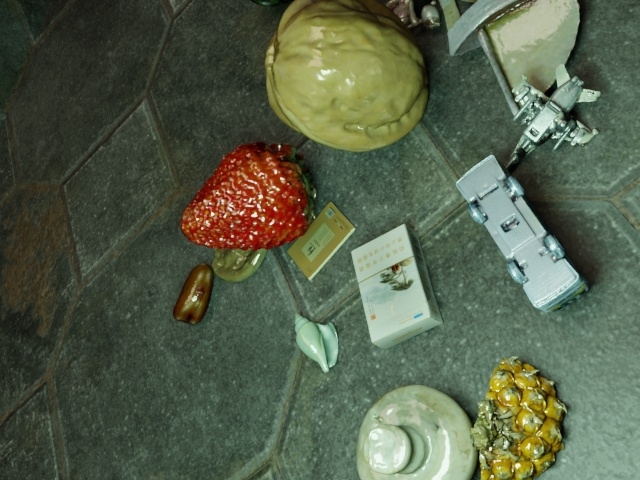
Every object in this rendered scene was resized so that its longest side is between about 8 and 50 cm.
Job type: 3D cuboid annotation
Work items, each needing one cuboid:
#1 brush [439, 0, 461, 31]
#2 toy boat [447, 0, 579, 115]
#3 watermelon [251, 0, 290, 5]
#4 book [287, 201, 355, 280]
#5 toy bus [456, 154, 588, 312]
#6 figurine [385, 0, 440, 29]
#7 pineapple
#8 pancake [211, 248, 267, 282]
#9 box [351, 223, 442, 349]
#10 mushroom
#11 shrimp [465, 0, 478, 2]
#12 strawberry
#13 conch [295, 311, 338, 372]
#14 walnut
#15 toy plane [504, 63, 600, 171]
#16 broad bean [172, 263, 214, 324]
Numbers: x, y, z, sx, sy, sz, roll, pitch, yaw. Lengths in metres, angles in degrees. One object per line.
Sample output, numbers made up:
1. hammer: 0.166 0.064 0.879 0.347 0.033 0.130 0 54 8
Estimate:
1. brush: 0.316 -0.587 1.777 0.085 0.020 0.337 -27 56 27
2. toy boat: 0.443 -0.448 1.568 0.276 0.111 0.293 -45 61 15
3. watermelon: -0.134 -0.820 2.097 0.269 0.269 0.269 -17 61 33
4. book: 0.000 0.000 1.775 0.172 0.012 0.118 -49 48 11
5. toy bus: 0.388 -0.009 1.379 0.109 0.136 0.330 -38 51 18
6. figurine: 0.213 -0.577 1.795 0.205 0.102 0.260 35 107 49
7. pineapple: 0.345 0.322 1.254 0.139 0.164 0.250 3 69 32
8. pancake: -0.222 -0.002 1.936 0.222 0.042 0.236 -5 67 39
9. box: 0.162 0.099 1.562 0.149 0.067 0.233 -30 54 28
10. mushroom: 0.157 0.382 1.331 0.243 0.243 0.244 -17 61 33
11. shrimp: 0.397 -0.626 1.702 0.219 0.046 0.152 18 83 34
12. strawberry: -0.184 -0.095 1.790 0.351 0.267 0.312 -26 20 8
13. conch: -0.011 0.226 1.657 0.180 0.088 0.065 54 150 34
14. walnut: 0.054 -0.387 1.659 0.383 0.383 0.384 -17 61 33
15. toy plane: 0.442 -0.223 1.468 0.192 0.088 0.262 42 104 15
16. broad bean: -0.336 0.141 1.936 0.114 0.084 0.165 -11 60 49
